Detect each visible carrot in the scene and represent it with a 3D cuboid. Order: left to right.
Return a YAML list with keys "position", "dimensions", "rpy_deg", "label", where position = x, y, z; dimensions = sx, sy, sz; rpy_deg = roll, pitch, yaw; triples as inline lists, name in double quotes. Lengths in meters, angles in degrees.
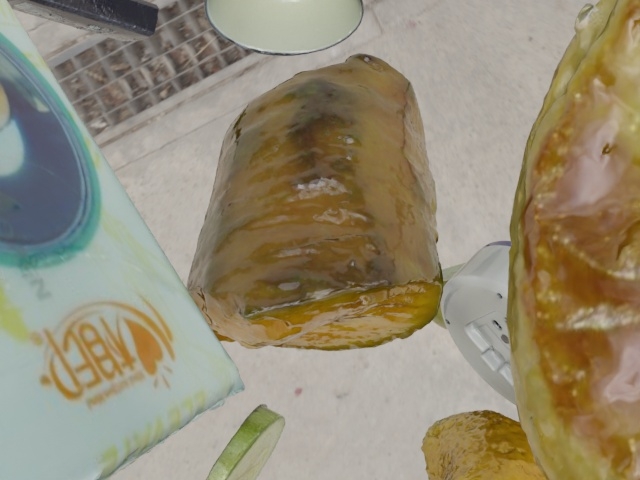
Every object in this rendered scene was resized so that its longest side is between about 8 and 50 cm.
- position: [0.000, 0.000, 0.970]
  dimensions: [0.241, 0.341, 0.242]
  rpy_deg: [3, 141, 3]
  label: "carrot"

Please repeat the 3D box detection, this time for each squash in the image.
- position: [-0.132, 0.374, 1.611]
  dimensions: [0.041, 0.219, 0.219]
  rpy_deg: [28, 107, 14]
  label: "squash"

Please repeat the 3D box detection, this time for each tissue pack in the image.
- position: [-0.249, -0.007, 0.564]
  dimensions: [0.162, 0.287, 0.388]
  rpy_deg: [-34, 87, 26]
  label: "tissue pack"

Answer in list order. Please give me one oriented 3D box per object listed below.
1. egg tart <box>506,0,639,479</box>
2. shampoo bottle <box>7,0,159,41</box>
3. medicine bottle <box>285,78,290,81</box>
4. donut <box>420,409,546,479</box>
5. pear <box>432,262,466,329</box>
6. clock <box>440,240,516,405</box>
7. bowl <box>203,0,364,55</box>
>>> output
- position: [0.287, -0.003, 0.525]
  dimensions: [0.178, 0.443, 0.443]
  rpy_deg: [10, 110, -29]
  label: "egg tart"
- position: [-0.396, -0.367, 1.467]
  dimensions: [0.309, 0.098, 0.071]
  rpy_deg: [10, 92, -45]
  label: "shampoo bottle"
- position: [-0.014, -0.139, 1.590]
  dimensions: [0.079, 0.124, 0.259]
  rpy_deg: [-1, 78, -23]
  label: "medicine bottle"
- position: [0.101, 0.363, 1.072]
  dimensions: [0.435, 0.377, 0.163]
  rpy_deg: [-35, 95, 6]
  label: "donut"
- position: [0.224, 0.092, 1.505]
  dimensions: [0.141, 0.141, 0.104]
  rpy_deg: [-19, 94, 8]
  label: "pear"
- position: [0.249, 0.112, 1.169]
  dimensions: [0.083, 0.230, 0.230]
  rpy_deg: [-39, 104, -22]
  label: "clock"
- position: [-0.051, -0.390, 1.466]
  dimensions: [0.237, 0.238, 0.126]
  rpy_deg: [0, 68, 3]
  label: "bowl"
